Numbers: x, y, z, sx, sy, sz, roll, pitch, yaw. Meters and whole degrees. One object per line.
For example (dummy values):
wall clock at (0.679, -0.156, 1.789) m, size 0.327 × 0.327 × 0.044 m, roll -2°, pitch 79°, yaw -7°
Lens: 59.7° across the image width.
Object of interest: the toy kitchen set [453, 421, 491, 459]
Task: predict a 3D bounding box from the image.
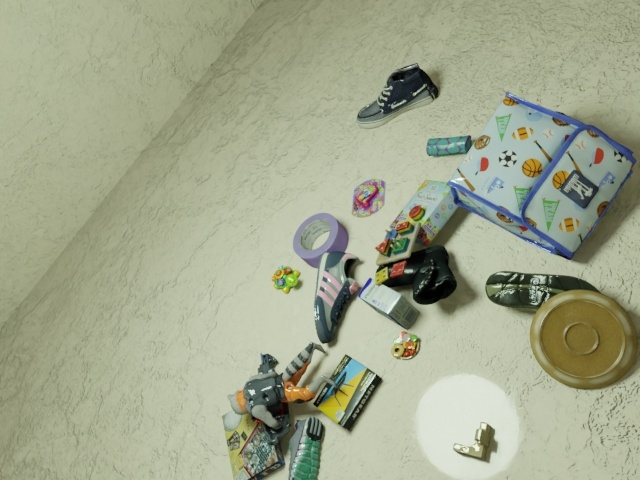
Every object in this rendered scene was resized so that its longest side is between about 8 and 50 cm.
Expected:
toy kitchen set at (0.370, 0.483, 1.374) m, size 0.075 × 0.068 × 0.083 m, roll 1°, pitch 60°, yaw 38°

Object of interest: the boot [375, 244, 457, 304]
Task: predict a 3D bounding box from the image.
boot at (0.273, 0.116, 1.643) m, size 0.246 × 0.094 × 0.207 m, roll -21°, pitch 21°, yaw 17°

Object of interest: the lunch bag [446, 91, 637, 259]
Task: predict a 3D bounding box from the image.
lunch bag at (0.600, -0.173, 1.533) m, size 0.385 × 0.239 × 0.328 m, roll 35°, pitch 92°, yaw 26°

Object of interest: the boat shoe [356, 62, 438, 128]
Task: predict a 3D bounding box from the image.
boat shoe at (0.265, -0.560, 2.142) m, size 0.340 × 0.158 × 0.127 m, roll -21°, pitch 49°, yaw 24°

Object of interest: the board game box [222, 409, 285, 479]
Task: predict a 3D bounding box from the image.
board game box at (-0.213, 0.618, 1.735) m, size 0.165 × 0.042 × 0.243 m, roll -35°, pitch 45°, yaw 12°

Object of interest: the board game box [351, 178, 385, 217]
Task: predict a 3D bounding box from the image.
board game box at (0.167, -0.163, 2.020) m, size 0.133 × 0.033 × 0.168 m, roll -13°, pitch 53°, yaw 30°

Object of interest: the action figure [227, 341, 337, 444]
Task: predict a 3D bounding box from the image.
action figure at (-0.137, 0.419, 1.710) m, size 0.330 × 0.178 × 0.341 m, roll -30°, pitch 39°, yaw 2°

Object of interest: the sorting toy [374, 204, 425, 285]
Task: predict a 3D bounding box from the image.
sorting toy at (0.221, 0.007, 1.680) m, size 0.132 × 0.046 × 0.274 m, roll -19°, pitch 38°, yaw 47°

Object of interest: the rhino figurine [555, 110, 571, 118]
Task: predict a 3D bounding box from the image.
rhino figurine at (0.739, -0.304, 1.663) m, size 0.106 × 0.073 × 0.243 m, roll -40°, pitch 45°, yaw 10°

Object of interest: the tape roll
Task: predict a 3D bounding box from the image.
tape roll at (0.000, 0.000, 1.995) m, size 0.189 × 0.080 × 0.189 m, roll -20°, pitch 49°, yaw 25°

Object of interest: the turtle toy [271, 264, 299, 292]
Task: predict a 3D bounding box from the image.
turtle toy at (-0.124, 0.135, 2.000) m, size 0.130 × 0.066 × 0.095 m, roll 20°, pitch 73°, yaw 44°

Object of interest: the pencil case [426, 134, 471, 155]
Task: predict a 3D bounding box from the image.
pencil case at (0.439, -0.322, 1.907) m, size 0.152 × 0.070 × 0.064 m, roll 2°, pitch 97°, yaw 35°

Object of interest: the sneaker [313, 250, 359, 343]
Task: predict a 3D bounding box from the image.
sneaker at (0.056, 0.177, 1.807) m, size 0.131 × 0.112 × 0.319 m, roll -4°, pitch 63°, yaw 18°

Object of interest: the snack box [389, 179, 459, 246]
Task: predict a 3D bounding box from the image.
snack box at (0.338, -0.092, 1.776) m, size 0.207 × 0.070 × 0.174 m, roll -51°, pitch 22°, yaw -7°

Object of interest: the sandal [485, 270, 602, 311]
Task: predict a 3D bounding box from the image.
sandal at (0.582, 0.140, 1.440) m, size 0.303 × 0.086 × 0.120 m, roll 15°, pitch 89°, yaw 36°

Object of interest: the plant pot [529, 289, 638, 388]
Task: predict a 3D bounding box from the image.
plant pot at (0.621, 0.233, 1.329) m, size 0.236 × 0.032 × 0.236 m, roll -6°, pitch 77°, yaw 27°

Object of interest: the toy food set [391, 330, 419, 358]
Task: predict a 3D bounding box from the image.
toy food set at (0.248, 0.305, 1.629) m, size 0.083 × 0.020 × 0.082 m, roll -1°, pitch 59°, yaw 37°

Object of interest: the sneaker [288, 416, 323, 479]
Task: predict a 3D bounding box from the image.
sneaker at (-0.058, 0.623, 1.606) m, size 0.098 × 0.083 × 0.223 m, roll -24°, pitch 38°, yaw 46°

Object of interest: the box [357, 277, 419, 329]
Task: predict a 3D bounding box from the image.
box at (0.203, 0.189, 1.672) m, size 0.137 × 0.126 × 0.072 m, roll 29°, pitch 81°, yaw 46°

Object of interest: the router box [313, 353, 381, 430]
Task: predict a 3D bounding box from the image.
router box at (0.079, 0.443, 1.639) m, size 0.133 × 0.046 × 0.179 m, roll 24°, pitch 75°, yaw 44°
